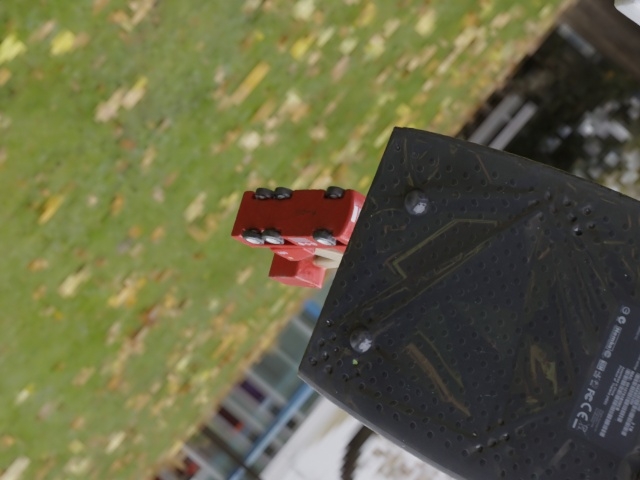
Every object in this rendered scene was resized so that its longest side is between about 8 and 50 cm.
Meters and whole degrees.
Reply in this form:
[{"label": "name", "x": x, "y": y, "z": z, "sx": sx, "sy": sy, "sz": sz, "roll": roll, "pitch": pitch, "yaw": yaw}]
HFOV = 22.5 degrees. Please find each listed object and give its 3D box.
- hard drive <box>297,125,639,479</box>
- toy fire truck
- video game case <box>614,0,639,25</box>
[{"label": "hard drive", "x": 0.118, "y": 0.052, "z": 0.848, "sx": 0.054, "sy": 0.254, "sz": 0.172, "roll": 15, "pitch": 97, "yaw": -54}, {"label": "toy fire truck", "x": 0.000, "y": 0.000, "z": 1.377, "sx": 0.192, "sy": 0.135, "sz": 0.047, "roll": 0, "pitch": -110, "yaw": 46}, {"label": "video game case", "x": 0.287, "y": -0.190, "z": 1.058, "sx": 0.023, "sy": 0.201, "sz": 0.183, "roll": -1, "pitch": -113, "yaw": 55}]
